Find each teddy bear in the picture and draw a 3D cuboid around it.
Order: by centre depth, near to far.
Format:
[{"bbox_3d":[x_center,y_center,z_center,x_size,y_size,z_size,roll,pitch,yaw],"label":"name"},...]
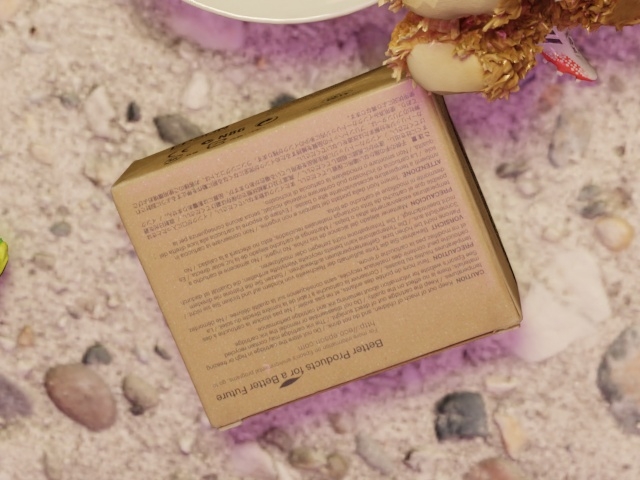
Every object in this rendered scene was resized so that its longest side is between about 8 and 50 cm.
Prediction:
[{"bbox_3d":[0.175,-0.209,1.166,0.338,0.245,0.113,-37,62,5],"label":"teddy bear"}]

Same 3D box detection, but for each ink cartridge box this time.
[{"bbox_3d":[0.000,0.000,1.312,0.234,0.088,0.193,-20,104,10],"label":"ink cartridge box"}]

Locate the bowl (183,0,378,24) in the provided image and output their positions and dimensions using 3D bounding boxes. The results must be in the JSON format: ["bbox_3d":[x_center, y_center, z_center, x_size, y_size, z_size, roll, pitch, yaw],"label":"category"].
[{"bbox_3d":[-0.021,-0.296,1.211,0.297,0.134,0.298,2,105,6],"label":"bowl"}]

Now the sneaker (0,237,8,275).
[{"bbox_3d":[-0.368,0.044,1.349,0.295,0.109,0.123,-17,107,10],"label":"sneaker"}]

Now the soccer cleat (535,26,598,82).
[{"bbox_3d":[0.161,-0.141,1.290,0.083,0.029,0.035,37,110,0],"label":"soccer cleat"}]
